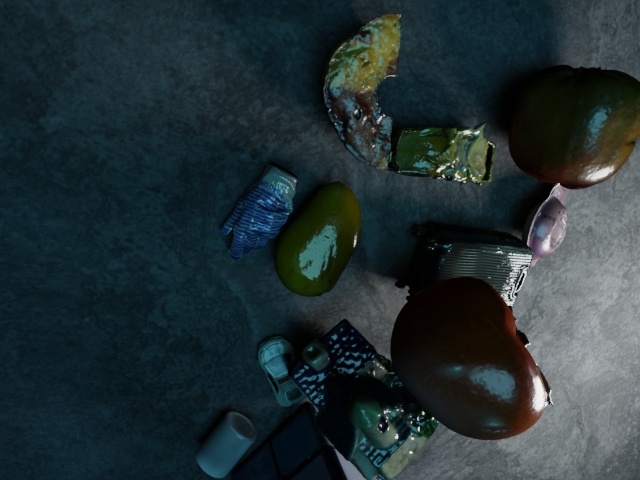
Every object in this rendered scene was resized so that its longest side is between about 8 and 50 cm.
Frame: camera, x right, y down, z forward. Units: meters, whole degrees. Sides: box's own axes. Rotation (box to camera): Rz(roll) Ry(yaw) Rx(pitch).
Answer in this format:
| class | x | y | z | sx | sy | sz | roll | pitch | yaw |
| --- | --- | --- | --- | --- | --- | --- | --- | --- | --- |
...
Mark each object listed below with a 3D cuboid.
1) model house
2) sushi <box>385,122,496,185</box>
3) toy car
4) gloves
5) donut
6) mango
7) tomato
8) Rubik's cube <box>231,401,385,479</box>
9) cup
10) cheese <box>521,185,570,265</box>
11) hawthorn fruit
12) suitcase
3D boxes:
| class | x | y | z | sx | sy | sz | roll | pitch | yaw |
| --- | --- | --- | --- | --- | --- | --- | --- | --- | --- |
| model house | 0.078 | 0.341 | 1.141 | 0.243 | 0.298 | 0.284 | -44 | 129 | -11 |
| sushi | 0.273 | -0.199 | 1.109 | 0.291 | 0.131 | 0.139 | 5 | 101 | -21 |
| toy car | -0.092 | 0.328 | 1.248 | 0.095 | 0.056 | 0.205 | -23 | 119 | -8 |
| gloves | -0.129 | -0.055 | 1.054 | 0.119 | 0.097 | 0.229 | 30 | 107 | 3 |
| donut | 0.065 | -0.292 | 1.002 | 0.151 | 0.112 | 0.295 | -6 | 113 | -14 |
| mango | 0.000 | 0.000 | 1.097 | 0.167 | 0.130 | 0.262 | 29 | 95 | -22 |
| tomato | 0.301 | 0.254 | 1.061 | 0.273 | 0.341 | 0.341 | -23 | 120 | 11 |
| Rubik's cube | -0.005 | 0.679 | 1.285 | 0.313 | 0.318 | 0.316 | -42 | 118 | 4 |
| cup | -0.231 | 0.506 | 1.267 | 0.099 | 0.136 | 0.133 | 38 | 97 | 5 |
| cheese | 0.595 | -0.069 | 1.294 | 0.189 | 0.074 | 0.286 | 15 | 96 | -49 |
| hawthorn fruit | 0.551 | -0.231 | 1.114 | 0.268 | 0.268 | 0.301 | -2 | 118 | -19 |
| suitcase | 0.358 | 0.066 | 1.248 | 0.312 | 0.128 | 0.202 | 6 | 113 | -19 |
